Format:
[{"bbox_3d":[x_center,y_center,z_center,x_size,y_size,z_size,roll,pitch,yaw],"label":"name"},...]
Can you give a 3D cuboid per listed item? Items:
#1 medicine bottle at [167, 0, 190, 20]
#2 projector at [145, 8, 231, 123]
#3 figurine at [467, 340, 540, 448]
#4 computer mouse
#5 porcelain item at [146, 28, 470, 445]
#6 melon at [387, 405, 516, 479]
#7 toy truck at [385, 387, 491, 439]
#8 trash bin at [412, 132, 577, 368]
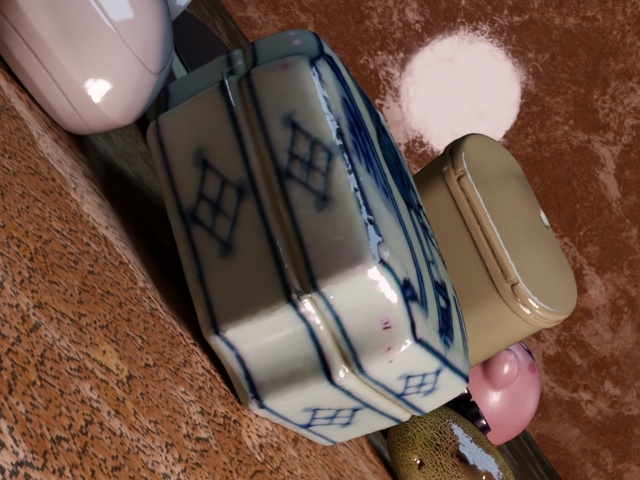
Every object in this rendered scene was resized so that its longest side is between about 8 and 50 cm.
[{"bbox_3d":[-0.228,-0.295,1.307,0.250,0.131,0.131,53,6,-24],"label":"medicine bottle"},{"bbox_3d":[-0.115,-0.131,1.496,0.257,0.079,0.259,38,20,-49],"label":"projector"},{"bbox_3d":[0.210,0.189,1.919,0.173,0.173,0.173,54,6,-8],"label":"figurine"},{"bbox_3d":[-0.187,-0.191,1.128,0.184,0.121,0.297,52,8,-16],"label":"computer mouse"},{"bbox_3d":[0.000,0.000,1.128,0.286,0.157,0.281,43,28,-64],"label":"porcelain item"},{"bbox_3d":[0.127,0.226,1.400,0.162,0.099,0.099,50,6,1],"label":"melon"},{"bbox_3d":[0.112,0.176,1.574,0.242,0.101,0.125,62,4,31],"label":"toy truck"},{"bbox_3d":[0.146,0.034,1.702,0.121,0.247,0.243,-4,66,-49],"label":"trash bin"}]
